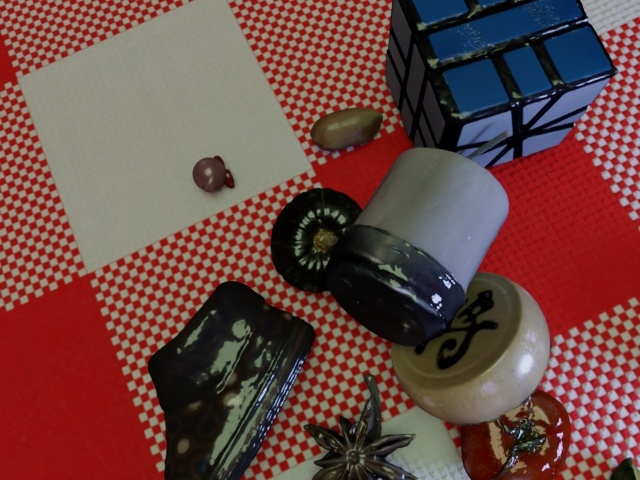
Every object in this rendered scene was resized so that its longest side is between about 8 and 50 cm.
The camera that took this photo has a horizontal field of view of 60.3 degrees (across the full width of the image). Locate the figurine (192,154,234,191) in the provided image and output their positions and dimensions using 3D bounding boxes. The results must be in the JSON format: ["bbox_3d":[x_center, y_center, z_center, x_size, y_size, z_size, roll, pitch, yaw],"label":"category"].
[{"bbox_3d":[-0.222,-0.135,1.105,0.071,0.067,0.083,-24,57,-23],"label":"figurine"}]

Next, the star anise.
[{"bbox_3d":[0.069,0.357,0.937,0.209,0.089,0.231,31,73,27],"label":"star anise"}]

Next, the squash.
[{"bbox_3d":[-0.001,0.000,1.009,0.193,0.156,0.193,3,100,17],"label":"squash"}]

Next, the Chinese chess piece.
[{"bbox_3d":[0.239,0.170,0.898,0.257,0.257,0.104,-47,116,-9],"label":"Chinese chess piece"}]

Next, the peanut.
[{"bbox_3d":[0.054,-0.225,1.106,0.152,0.076,0.076,-15,74,-4],"label":"peanut"}]

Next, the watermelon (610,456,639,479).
[{"bbox_3d":[0.559,0.507,0.864,0.129,0.123,0.301,-29,76,-26],"label":"watermelon"}]

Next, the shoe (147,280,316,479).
[{"bbox_3d":[-0.189,0.261,0.937,0.237,0.171,0.383,28,77,4],"label":"shoe"}]

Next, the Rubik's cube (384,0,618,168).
[{"bbox_3d":[0.296,-0.302,1.002,0.289,0.293,0.283,-19,72,0],"label":"Rubik's cube"}]

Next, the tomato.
[{"bbox_3d":[0.313,0.323,0.897,0.187,0.151,0.187,0,65,1],"label":"tomato"}]

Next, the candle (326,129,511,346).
[{"bbox_3d":[0.172,-0.017,0.899,0.221,0.221,0.342,31,69,11],"label":"candle"}]
